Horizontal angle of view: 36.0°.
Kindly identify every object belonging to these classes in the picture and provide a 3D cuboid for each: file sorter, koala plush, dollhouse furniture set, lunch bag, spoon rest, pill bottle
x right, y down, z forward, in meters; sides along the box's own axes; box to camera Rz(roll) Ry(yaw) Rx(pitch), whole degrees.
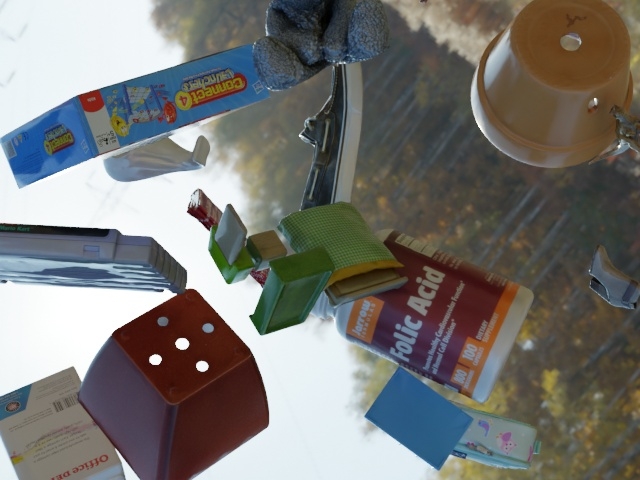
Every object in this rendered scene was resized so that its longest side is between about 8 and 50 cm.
[{"bbox_3d":[0.184,0.344,1.885,0.170,0.118,0.104,35,168,9],"label":"file sorter"},{"bbox_3d":[-0.023,-0.350,1.398,0.203,0.196,0.221,-88,-22,-75],"label":"koala plush"},{"bbox_3d":[0.000,0.000,1.581,0.301,0.151,0.198,-15,-122,-31],"label":"dollhouse furniture set"},{"bbox_3d":[0.345,0.416,2.075,0.224,0.108,0.279,17,172,10],"label":"lunch bag"},{"bbox_3d":[-0.334,-0.177,2.005,0.276,0.137,0.084,7,163,32],"label":"spoon rest"},{"bbox_3d":[0.164,0.113,1.781,0.392,0.224,0.224,24,-170,13],"label":"pill bottle"}]

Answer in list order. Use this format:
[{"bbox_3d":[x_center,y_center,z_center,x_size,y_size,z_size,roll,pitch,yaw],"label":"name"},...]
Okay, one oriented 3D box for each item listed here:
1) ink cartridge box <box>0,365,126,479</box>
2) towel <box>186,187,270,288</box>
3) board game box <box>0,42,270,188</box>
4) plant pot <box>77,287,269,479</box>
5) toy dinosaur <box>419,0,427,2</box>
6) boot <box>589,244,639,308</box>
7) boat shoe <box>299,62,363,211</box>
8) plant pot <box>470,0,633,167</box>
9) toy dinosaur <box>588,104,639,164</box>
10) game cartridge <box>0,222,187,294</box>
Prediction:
[{"bbox_3d":[-0.552,0.454,2.085,0.198,0.197,0.270,-22,-126,-21],"label":"ink cartridge box"},{"bbox_3d":[-0.160,0.014,1.939,0.275,0.031,0.199,48,-175,-13],"label":"towel"},{"bbox_3d":[-0.284,-0.184,1.480,0.301,0.086,0.308,-25,-171,-35],"label":"board game box"},{"bbox_3d":[-0.255,0.248,1.766,0.267,0.236,0.267,-31,-116,-31],"label":"plant pot"},{"bbox_3d":[0.177,-0.491,1.883,0.090,0.047,0.082,36,-173,-48],"label":"toy dinosaur"},{"bbox_3d":[0.490,0.063,1.622,0.087,0.042,0.118,25,149,29],"label":"boot"},{"bbox_3d":[0.017,-0.204,1.943,0.119,0.335,0.121,6,178,-1],"label":"boat shoe"},{"bbox_3d":[0.421,-0.300,1.738,0.291,0.291,0.203,39,167,14],"label":"plant pot"},{"bbox_3d":[0.533,-0.181,1.702,0.112,0.064,0.211,28,165,22],"label":"toy dinosaur"},{"bbox_3d":[-0.418,0.030,1.626,0.354,0.068,0.230,3,160,8],"label":"game cartridge"}]
